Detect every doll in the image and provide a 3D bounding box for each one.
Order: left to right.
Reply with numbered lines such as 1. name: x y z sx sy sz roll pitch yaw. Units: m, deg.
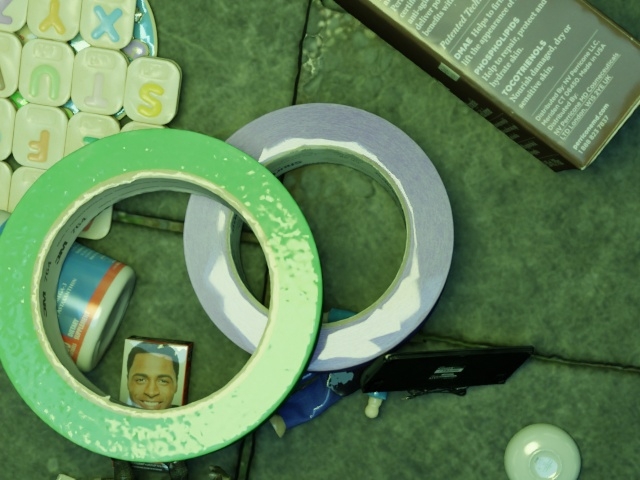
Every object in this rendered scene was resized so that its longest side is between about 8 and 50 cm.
1. doll: 0.021 0.137 1.441 0.189 0.046 0.129 -34 81 -2

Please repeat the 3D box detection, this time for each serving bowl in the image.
1. serving bowl: 0.241 0.240 1.444 0.083 0.027 0.083 0 92 3

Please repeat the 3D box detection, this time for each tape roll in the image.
1. tape roll: -0.157 0.054 1.308 0.321 0.077 0.321 0 83 2
2. tape roll: 0.000 0.000 1.392 0.275 0.090 0.275 0 83 4

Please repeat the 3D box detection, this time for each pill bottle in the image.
1. pill bottle: -0.319 0.042 1.414 0.221 0.124 0.124 23 93 1

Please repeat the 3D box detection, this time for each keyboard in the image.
1. keyboard: 0.122 0.128 1.397 0.192 0.100 0.038 1 54 -30

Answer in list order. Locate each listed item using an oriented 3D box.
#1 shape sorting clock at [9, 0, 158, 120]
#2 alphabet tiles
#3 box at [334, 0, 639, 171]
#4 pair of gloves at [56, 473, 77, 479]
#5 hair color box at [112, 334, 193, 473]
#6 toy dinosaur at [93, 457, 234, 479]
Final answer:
1. shape sorting clock: -0.279 -0.213 1.443 0.206 0.040 0.206 0 93 3
2. alphabet tiles: -0.294 -0.145 1.426 0.284 0.021 0.278 10 104 0
3. box: 0.143 -0.232 1.348 0.381 0.191 0.143 39 94 1
4. pair of gloves: -0.237 0.385 1.466 0.204 0.042 0.240 22 92 2
5. hair color box: -0.182 0.178 1.453 0.072 0.043 0.141 5 92 3
6. toy dinosaur: -0.168 0.304 1.408 0.313 0.121 0.160 -2 115 -15
